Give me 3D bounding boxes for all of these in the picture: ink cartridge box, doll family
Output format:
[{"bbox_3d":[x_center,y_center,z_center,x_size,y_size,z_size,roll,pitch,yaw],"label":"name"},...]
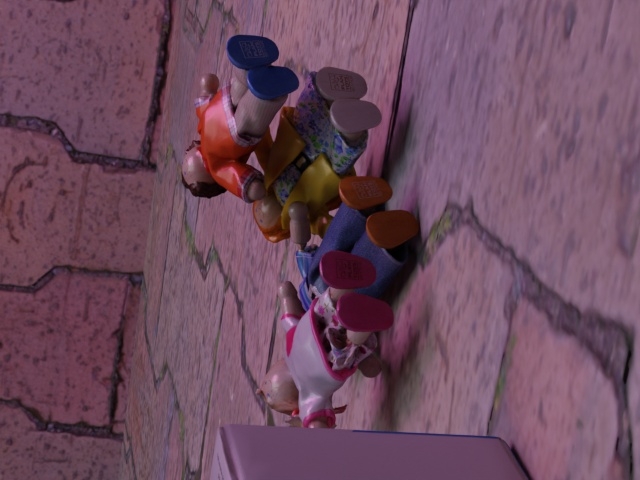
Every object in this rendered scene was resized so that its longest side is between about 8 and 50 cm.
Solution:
[{"bbox_3d":[0.012,0.187,0.683,0.082,0.139,0.191,-120,36,-66],"label":"ink cartridge box"},{"bbox_3d":[0.000,0.000,0.956,0.163,0.118,0.263,-57,47,52],"label":"doll family"}]
